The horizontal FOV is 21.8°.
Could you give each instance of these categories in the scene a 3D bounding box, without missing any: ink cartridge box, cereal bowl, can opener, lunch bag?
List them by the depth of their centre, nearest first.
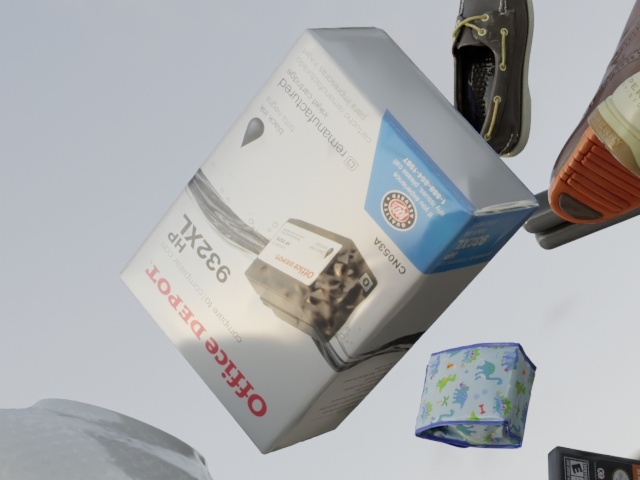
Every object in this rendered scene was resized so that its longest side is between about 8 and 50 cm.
[{"bbox_3d":[-0.196,0.230,1.431,0.339,0.339,0.141,77,-150,-67],"label":"cereal bowl"},{"bbox_3d":[0.000,0.000,1.449,0.307,0.223,0.129,-50,-20,27],"label":"ink cartridge box"},{"bbox_3d":[0.349,-0.075,1.817,0.280,0.093,0.074,-27,-47,23],"label":"can opener"},{"bbox_3d":[0.208,0.214,2.283,0.151,0.129,0.096,-2,-34,27],"label":"lunch bag"}]

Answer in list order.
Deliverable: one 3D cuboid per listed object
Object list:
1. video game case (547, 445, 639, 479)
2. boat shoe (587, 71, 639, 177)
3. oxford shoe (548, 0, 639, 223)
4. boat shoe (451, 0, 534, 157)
[{"bbox_3d":[0.398,0.399,2.023,0.248,0.275,0.035,11,-32,-15],"label":"video game case"},{"bbox_3d":[0.335,-0.081,1.365,0.285,0.104,0.089,10,-54,-48],"label":"boat shoe"},{"bbox_3d":[0.347,-0.172,1.647,0.130,0.133,0.364,29,-70,-32],"label":"oxford shoe"},{"bbox_3d":[0.177,-0.202,1.766,0.068,0.228,0.081,-1,-4,-43],"label":"boat shoe"}]
